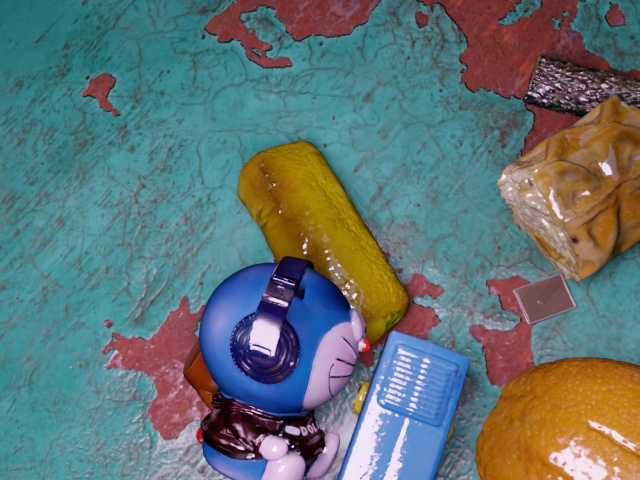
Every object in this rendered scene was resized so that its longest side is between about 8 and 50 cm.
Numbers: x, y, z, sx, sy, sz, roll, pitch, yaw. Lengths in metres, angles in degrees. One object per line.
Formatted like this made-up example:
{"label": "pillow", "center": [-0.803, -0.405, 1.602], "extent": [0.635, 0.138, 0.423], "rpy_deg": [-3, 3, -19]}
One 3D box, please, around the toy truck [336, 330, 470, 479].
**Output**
{"label": "toy truck", "center": [0.097, 0.330, 1.136], "extent": [0.161, 0.162, 0.385], "rpy_deg": [20, 74, 8]}

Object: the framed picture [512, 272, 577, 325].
{"label": "framed picture", "center": [0.373, 0.097, 1.283], "extent": [0.089, 0.006, 0.066], "rpy_deg": [-20, 71, -5]}

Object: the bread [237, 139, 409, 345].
{"label": "bread", "center": [0.000, 0.000, 1.276], "extent": [0.166, 0.112, 0.383], "rpy_deg": [-28, 72, -6]}

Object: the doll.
{"label": "doll", "center": [-0.061, 0.176, 1.093], "extent": [0.240, 0.284, 0.310], "rpy_deg": [15, 93, 8]}

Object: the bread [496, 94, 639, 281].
{"label": "bread", "center": [0.444, -0.085, 1.245], "extent": [0.252, 0.196, 0.238], "rpy_deg": [-41, 73, -8]}

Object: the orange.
{"label": "orange", "center": [0.393, 0.324, 1.050], "extent": [0.357, 0.322, 0.322], "rpy_deg": [28, 75, 18]}

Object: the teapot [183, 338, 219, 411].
{"label": "teapot", "center": [-0.148, 0.195, 1.227], "extent": [0.116, 0.116, 0.173], "rpy_deg": [20, 62, 9]}

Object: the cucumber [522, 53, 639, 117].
{"label": "cucumber", "center": [0.541, -0.239, 1.350], "extent": [0.359, 0.096, 0.096], "rpy_deg": [17, 73, 5]}
